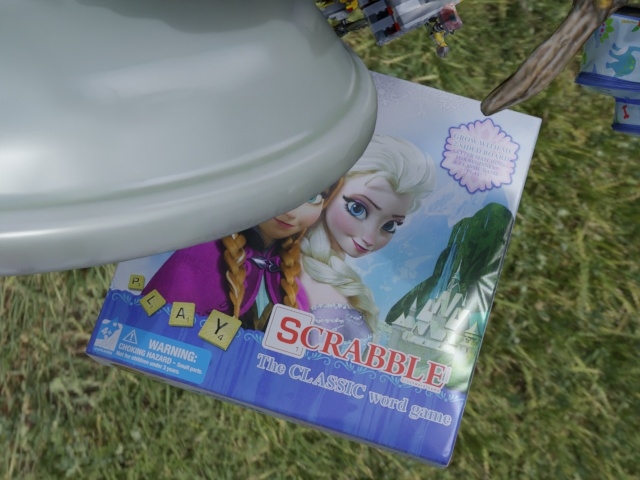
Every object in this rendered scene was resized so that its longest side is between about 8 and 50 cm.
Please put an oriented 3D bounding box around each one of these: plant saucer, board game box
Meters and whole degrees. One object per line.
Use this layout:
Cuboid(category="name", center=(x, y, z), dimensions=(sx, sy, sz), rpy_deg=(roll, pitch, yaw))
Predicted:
Cuboid(category="plant saucer", center=(-0.167, -0.120, 0.475), dimensions=(0.400, 0.400, 0.101), rpy_deg=(-2, 119, -16))
Cuboid(category="board game box", center=(0.000, 0.000, 0.888), dimensions=(0.318, 0.066, 0.318), rpy_deg=(16, 76, 4))

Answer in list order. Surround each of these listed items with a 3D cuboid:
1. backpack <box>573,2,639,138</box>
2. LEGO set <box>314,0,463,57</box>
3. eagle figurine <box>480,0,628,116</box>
Cuboid(category="backpack", center=(0.214, -0.100, 0.608), dimensions=(0.114, 0.105, 0.084), rpy_deg=(15, 103, 23))
Cuboid(category="LEGO set", center=(0.101, -0.262, 0.855), dimensions=(0.255, 0.331, 0.192), rpy_deg=(-27, 97, -15))
Cuboid(category="eagle figurine", center=(0.098, -0.183, 0.383), dimensions=(0.298, 0.225, 0.226), rpy_deg=(25, 89, -50))
